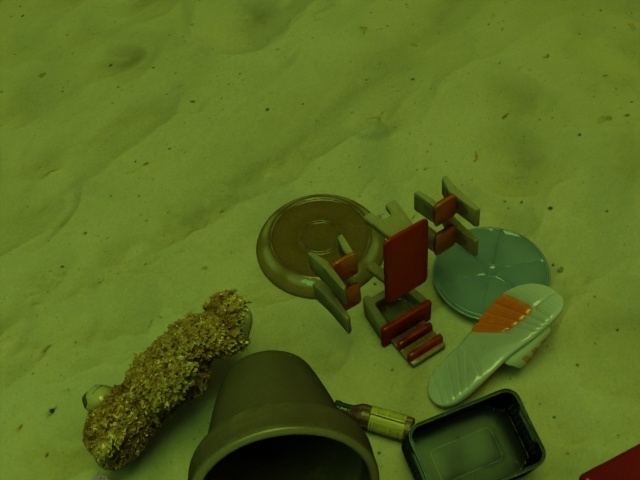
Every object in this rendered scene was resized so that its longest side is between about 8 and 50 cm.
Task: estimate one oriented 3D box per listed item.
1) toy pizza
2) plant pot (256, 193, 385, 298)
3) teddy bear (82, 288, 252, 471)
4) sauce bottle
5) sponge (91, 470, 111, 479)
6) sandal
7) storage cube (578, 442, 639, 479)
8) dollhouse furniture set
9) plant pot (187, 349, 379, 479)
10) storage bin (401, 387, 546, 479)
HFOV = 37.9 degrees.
[{"bbox_3d":[0.295,0.060,1.612,0.201,0.032,0.201,-3,52,3],"label":"toy pizza"},{"bbox_3d":[0.000,0.000,1.679,0.236,0.032,0.236,-2,51,2],"label":"plant pot"},{"bbox_3d":[-0.239,0.192,1.422,0.338,0.113,0.245,-39,21,4],"label":"teddy bear"},{"bbox_3d":[0.082,0.277,1.450,0.128,0.042,0.042,15,55,15],"label":"sauce bottle"},{"bbox_3d":[-0.288,0.441,1.351,0.210,0.031,0.117,31,60,24],"label":"sponge"},{"bbox_3d":[0.284,0.177,1.504,0.265,0.076,0.102,-42,43,-2],"label":"sandal"},{"bbox_3d":[0.466,0.390,1.247,0.215,0.184,0.193,-24,53,-14],"label":"storage cube"},{"bbox_3d":[0.135,0.067,1.473,0.262,0.259,0.135,-29,53,-18],"label":"dollhouse furniture set"},{"bbox_3d":[-0.066,0.288,1.349,0.263,0.263,0.229,-11,34,-5],"label":"plant pot"},{"bbox_3d":[0.223,0.308,1.371,0.180,0.084,0.122,-19,69,-12],"label":"storage bin"}]
